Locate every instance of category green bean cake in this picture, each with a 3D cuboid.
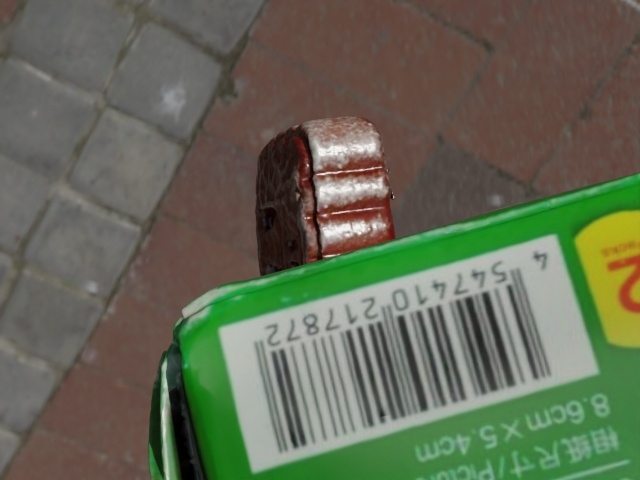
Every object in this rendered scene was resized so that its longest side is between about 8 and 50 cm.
[{"bbox_3d":[0.000,0.000,0.859,0.056,0.135,0.135,-6,88,-18],"label":"green bean cake"}]

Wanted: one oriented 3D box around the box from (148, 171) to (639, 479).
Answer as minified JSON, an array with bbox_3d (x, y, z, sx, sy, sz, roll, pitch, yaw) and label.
[{"bbox_3d":[0.090,0.038,0.401,0.250,0.180,0.103,-16,83,6],"label":"box"}]
